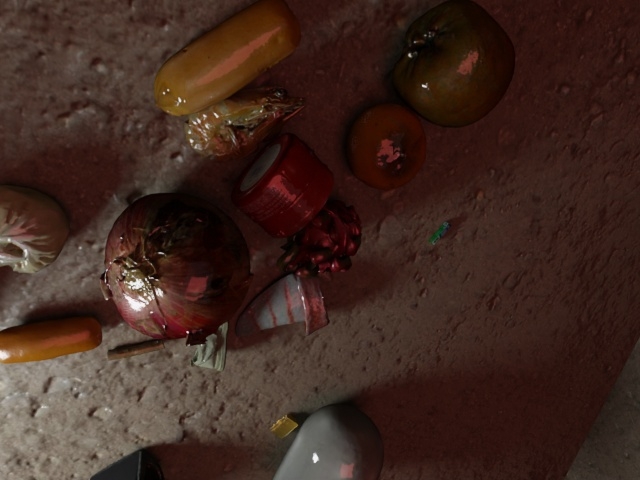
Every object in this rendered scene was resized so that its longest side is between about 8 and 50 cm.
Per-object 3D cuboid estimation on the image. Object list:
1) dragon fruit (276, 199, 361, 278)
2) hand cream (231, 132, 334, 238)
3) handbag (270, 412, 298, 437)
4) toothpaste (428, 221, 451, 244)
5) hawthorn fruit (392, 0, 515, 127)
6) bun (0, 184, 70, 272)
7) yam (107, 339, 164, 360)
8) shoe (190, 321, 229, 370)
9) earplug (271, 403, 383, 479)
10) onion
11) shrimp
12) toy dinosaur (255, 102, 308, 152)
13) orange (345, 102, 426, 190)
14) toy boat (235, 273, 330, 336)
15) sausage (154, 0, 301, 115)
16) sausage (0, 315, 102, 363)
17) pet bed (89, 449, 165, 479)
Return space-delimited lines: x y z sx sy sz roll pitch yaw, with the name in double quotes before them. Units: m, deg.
"dragon fruit" 0.009 -0.005 1.073 0.198 0.273 0.219 -19 115 15
"hand cream" -0.094 -0.131 0.997 0.149 0.230 0.230 38 96 -28
"handbag" -0.125 0.645 1.449 0.083 0.027 0.061 -39 122 1
"toothpaste" 0.384 -0.023 1.341 0.017 0.020 0.083 36 97 -34
"hawthorn fruit" 0.335 -0.407 1.020 0.300 0.268 0.268 22 104 -30
"bun" -0.652 -0.012 0.896 0.178 0.128 0.193 29 103 -30
"yam" -0.506 0.301 1.148 0.145 0.032 0.032 -9 116 -16
"shoe" -0.305 0.249 1.159 0.098 0.103 0.275 2 113 -20
"earplug" 0.038 0.756 1.408 0.312 0.312 0.395 20 102 -27
"onion" -0.319 0.066 0.937 0.353 0.354 0.354 -8 116 -17
"shrimp" -0.171 -0.275 0.969 0.294 0.062 0.154 -17 114 9
"toy dinosaur" -0.110 -0.277 1.032 0.161 0.039 0.127 -4 122 -16
"orange" 0.174 -0.238 1.077 0.223 0.170 0.224 -6 117 -13
"toy boat" -0.124 0.206 1.232 0.281 0.096 0.206 -14 111 0
"sausage" -0.209 -0.386 0.897 0.353 0.116 0.134 -35 100 -1
"sausage" -0.668 0.244 1.027 0.238 0.098 0.098 -7 116 -20
"pet bed" -0.578 0.774 1.248 0.210 0.183 0.159 -29 118 -6
